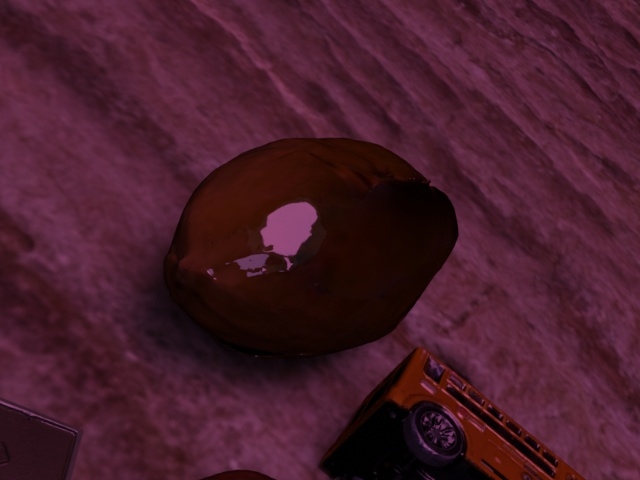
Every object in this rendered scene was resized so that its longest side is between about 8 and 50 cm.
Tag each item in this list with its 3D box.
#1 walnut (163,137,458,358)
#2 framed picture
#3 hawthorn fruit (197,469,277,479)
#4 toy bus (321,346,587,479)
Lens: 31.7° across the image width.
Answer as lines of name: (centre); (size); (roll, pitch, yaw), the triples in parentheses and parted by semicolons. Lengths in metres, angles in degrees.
walnut: (0.000, 0.000, 0.689); (0.245, 0.137, 0.137); (-20, 68, -50)
framed picture: (-0.163, 0.103, 0.544); (0.089, 0.006, 0.066); (25, 41, -19)
hawthorn fruit: (-0.059, 0.171, 0.454); (0.189, 0.149, 0.149); (-13, 62, -49)
toy bus: (0.103, 0.155, 0.660); (0.194, 0.083, 0.088); (40, 37, -1)
